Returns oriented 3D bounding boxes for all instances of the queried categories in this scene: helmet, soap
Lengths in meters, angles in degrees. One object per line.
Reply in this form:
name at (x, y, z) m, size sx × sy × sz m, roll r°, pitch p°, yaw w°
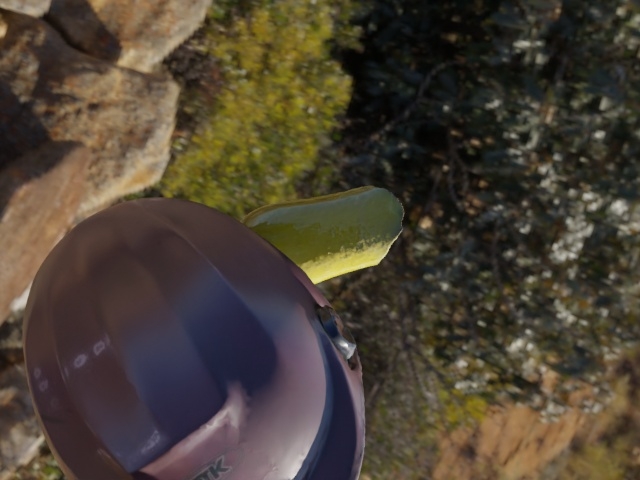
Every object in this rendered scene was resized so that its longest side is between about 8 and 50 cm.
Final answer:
helmet at (-0.123, 0.102, 0.948) m, size 0.271 × 0.338 × 0.197 m, roll -34°, pitch 135°, yaw 8°
soap at (0.000, 0.000, 1.106) m, size 0.168 × 0.033 × 0.089 m, roll -11°, pitch 109°, yaw 6°
